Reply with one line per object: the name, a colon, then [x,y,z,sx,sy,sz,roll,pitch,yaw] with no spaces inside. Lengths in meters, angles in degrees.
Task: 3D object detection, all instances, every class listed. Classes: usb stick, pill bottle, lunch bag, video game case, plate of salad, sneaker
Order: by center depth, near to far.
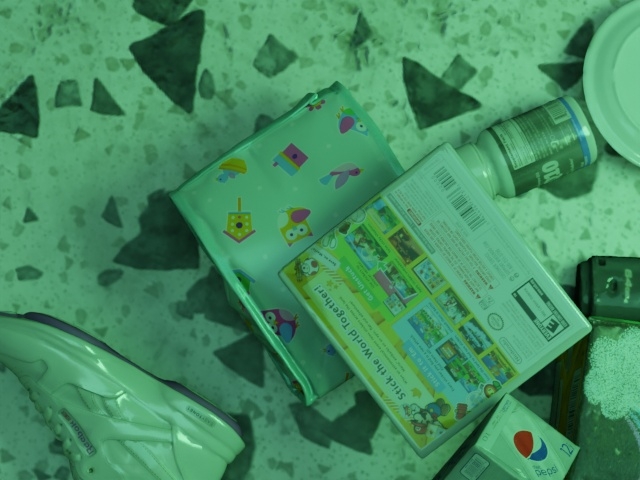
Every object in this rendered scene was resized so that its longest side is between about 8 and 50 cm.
video game case: [0.108,0.057,1.735,0.206,0.026,0.227,-38,90,5]
sneaker: [-0.234,0.177,1.832,0.305,0.114,0.152,29,83,2]
lunch bag: [0.000,0.000,1.837,0.223,0.160,0.262,-33,91,-4]
pill bottle: [0.209,-0.090,1.890,0.137,0.078,0.078,-23,84,-3]
usb stick: [0.404,0.058,1.893,0.278,0.045,0.077,3,84,0]
plate of salad: [0.369,-0.161,1.917,0.200,0.048,0.200,2,78,-10]

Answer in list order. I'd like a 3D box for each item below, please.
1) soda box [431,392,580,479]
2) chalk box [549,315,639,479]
soda box: [0.127,0.280,1.755,0.091,0.098,0.286,37,128,3]
chalk box: [0.381,0.187,1.812,0.289,0.179,0.180,9,82,-1]
